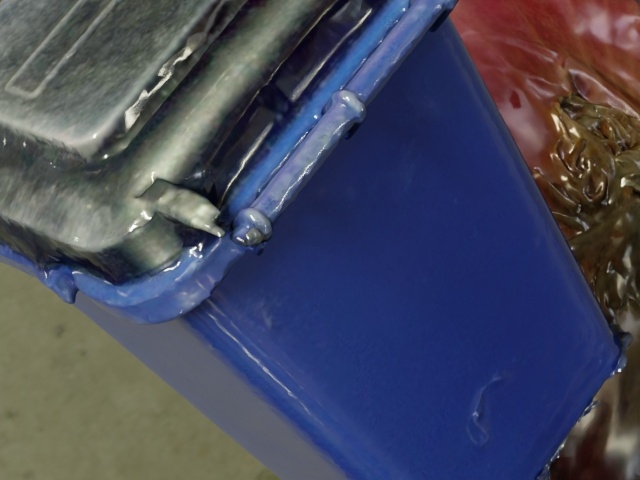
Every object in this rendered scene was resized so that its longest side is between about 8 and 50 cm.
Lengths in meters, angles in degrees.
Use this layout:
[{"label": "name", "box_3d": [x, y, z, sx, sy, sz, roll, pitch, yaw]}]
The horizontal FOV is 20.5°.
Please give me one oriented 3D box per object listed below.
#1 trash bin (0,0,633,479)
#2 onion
[{"label": "trash bin", "box_3d": [0.000, 0.000, 0.596, 0.184, 0.162, 0.234, 20, 156, 48]}, {"label": "onion", "box_3d": [0.110, 0.013, 1.010, 0.285, 0.348, 0.347, -18, 99, 62]}]
